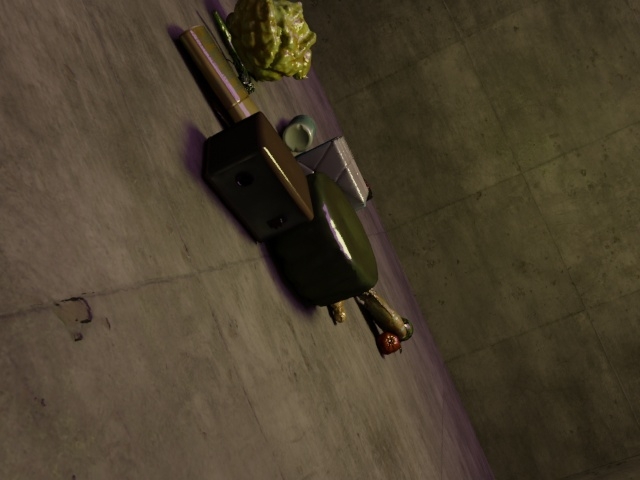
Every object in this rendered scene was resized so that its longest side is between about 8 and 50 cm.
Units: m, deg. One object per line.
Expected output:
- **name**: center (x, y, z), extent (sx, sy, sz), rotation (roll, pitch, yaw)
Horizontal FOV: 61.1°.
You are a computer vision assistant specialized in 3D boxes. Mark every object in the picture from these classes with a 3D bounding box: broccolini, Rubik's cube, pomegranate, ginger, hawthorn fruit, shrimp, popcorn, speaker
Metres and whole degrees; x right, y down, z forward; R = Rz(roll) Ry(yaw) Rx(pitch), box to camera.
- **broccolini**: center (-0.274, -0.567, 1.662), extent (0.271, 0.062, 0.123), rotation (66, -3, -26)
- **Rubik's cube**: center (0.005, -0.181, 1.713), extent (0.221, 0.231, 0.224), rotation (63, 12, -11)
- **pomegranate**: center (0.324, 0.390, 2.252), extent (0.122, 0.122, 0.161), rotation (12, 83, -74)
- **ginger**: center (0.052, 0.160, 1.682), extent (0.176, 0.053, 0.193), rotation (12, 54, -68)
- **hawthorn fruit**: center (0.251, 0.385, 2.034), extent (0.093, 0.093, 0.093), rotation (60, 14, -26)
- **shrimp**: center (0.209, 0.262, 2.054), extent (0.317, 0.077, 0.168), rotation (50, -25, -15)
- **popcorn**: center (-0.165, -0.692, 1.856), extent (0.335, 0.275, 0.279), rotation (63, 16, -14)
- **speaker**: center (-0.140, -0.143, 1.236), extent (0.231, 0.153, 0.192), rotation (55, 18, -40)

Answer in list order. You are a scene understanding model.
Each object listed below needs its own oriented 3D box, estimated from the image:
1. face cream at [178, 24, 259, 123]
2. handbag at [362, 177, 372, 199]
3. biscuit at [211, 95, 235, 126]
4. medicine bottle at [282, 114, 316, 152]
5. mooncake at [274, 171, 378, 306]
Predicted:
- **face cream**: center (-0.253, -0.417, 1.412), extent (0.285, 0.067, 0.139), rotation (56, 17, -16)
- **handbag**: center (0.140, -0.223, 2.459), extent (0.155, 0.170, 0.215), rotation (68, 12, 9)
- **biscuit**: center (-0.211, -0.317, 1.516), extent (0.236, 0.013, 0.232), rotation (52, 17, -24)
- **medicine bottle**: center (-0.073, -0.432, 2.115), extent (0.110, 0.110, 0.351), rotation (62, 14, -18)
- **mooncake**: center (0.000, 0.000, 1.458), extent (0.356, 0.194, 0.356), rotation (55, 17, -26)
